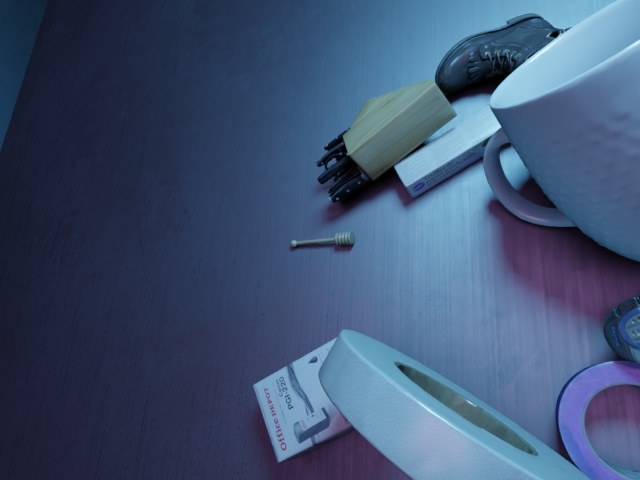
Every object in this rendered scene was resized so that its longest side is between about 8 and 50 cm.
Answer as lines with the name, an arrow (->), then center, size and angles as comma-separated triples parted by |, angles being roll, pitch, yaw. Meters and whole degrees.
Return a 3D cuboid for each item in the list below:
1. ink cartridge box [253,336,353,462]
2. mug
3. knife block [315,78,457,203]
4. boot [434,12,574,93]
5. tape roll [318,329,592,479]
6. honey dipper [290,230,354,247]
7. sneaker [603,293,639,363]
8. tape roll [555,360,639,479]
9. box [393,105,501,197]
ink cartridge box -> -0.004, 0.309, 0.811 | 0.218, 0.092, 0.158 | -34, 61, 15
mug -> 0.424, -0.132, 0.622 | 0.276, 0.328, 0.374 | -47, 16, -29
knife block -> 0.113, -0.191, 0.865 | 0.275, 0.088, 0.242 | 5, 62, 54
boot -> 0.366, -0.341, 0.782 | 0.263, 0.091, 0.229 | -28, 34, 14
tape roll -> 0.179, 0.252, 0.565 | 0.392, 0.392, 0.072 | 29, 87, 31
honey dipper -> 0.000, 0.000, 0.948 | 0.160, 0.030, 0.030 | -4, 72, 29
sneaker -> 0.551, 0.082, 0.564 | 0.297, 0.129, 0.111 | -30, 59, 29
tape roll -> 0.450, 0.273, 0.599 | 0.189, 0.080, 0.189 | -9, 69, 25
box -> 0.308, -0.204, 0.836 | 0.324, 0.063, 0.067 | -32, 60, 14
